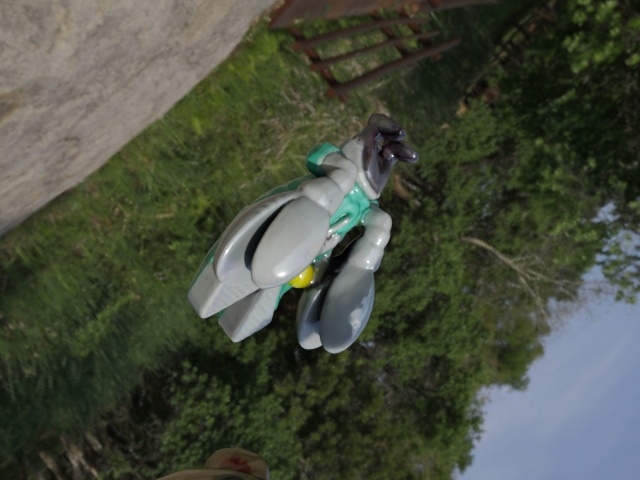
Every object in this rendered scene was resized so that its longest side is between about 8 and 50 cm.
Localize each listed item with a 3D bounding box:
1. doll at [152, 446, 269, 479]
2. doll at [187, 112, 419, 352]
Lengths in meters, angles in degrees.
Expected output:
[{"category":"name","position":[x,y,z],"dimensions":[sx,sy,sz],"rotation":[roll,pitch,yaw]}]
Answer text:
[{"category":"doll","position":[-0.045,0.316,0.537],"dimensions":[0.235,0.329,0.174],"rotation":[-36,144,-30]},{"category":"doll","position":[-0.015,-0.006,0.656],"dimensions":[0.153,0.194,0.258],"rotation":[42,-67,49]}]
